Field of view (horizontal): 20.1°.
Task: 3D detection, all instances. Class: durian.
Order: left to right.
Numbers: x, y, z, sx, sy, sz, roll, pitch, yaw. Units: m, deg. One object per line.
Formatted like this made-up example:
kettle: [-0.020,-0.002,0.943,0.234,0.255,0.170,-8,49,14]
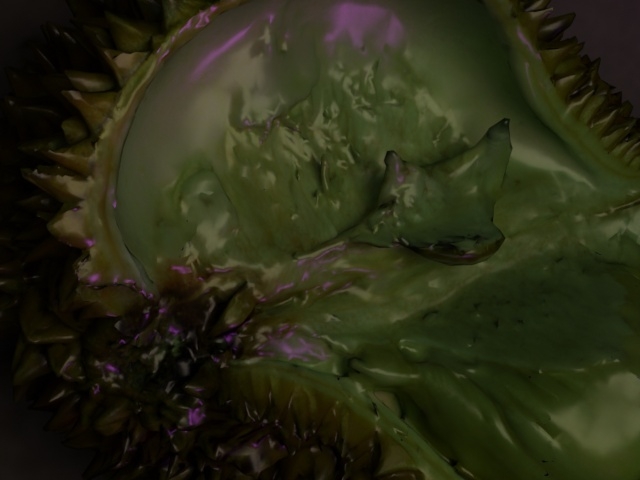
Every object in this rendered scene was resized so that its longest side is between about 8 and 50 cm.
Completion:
durian: [0.002,0.002,0.552,0.237,0.176,0.200,31,65,-30]
